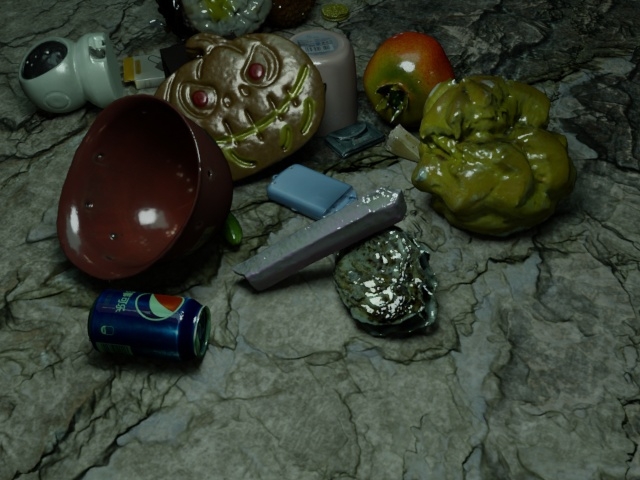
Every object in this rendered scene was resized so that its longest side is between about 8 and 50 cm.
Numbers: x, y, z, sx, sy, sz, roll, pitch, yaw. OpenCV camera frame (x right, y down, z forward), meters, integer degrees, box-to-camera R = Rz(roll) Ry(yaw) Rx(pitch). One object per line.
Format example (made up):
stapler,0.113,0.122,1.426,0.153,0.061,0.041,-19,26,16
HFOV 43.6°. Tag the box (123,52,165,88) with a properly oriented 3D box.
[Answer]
box,-0.404,-0.464,2.158,0.247,0.033,0.129,-8,44,-7

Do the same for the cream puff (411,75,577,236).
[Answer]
cream puff,0.356,-0.202,1.678,0.378,0.275,0.378,1,44,-1

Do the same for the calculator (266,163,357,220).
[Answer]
calculator,-0.020,-0.105,1.757,0.210,0.039,0.121,24,47,26

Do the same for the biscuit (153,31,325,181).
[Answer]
biscuit,-0.197,-0.313,1.793,0.394,0.070,0.350,-33,86,3

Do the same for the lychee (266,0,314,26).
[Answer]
lychee,-0.100,-0.704,2.289,0.200,0.200,0.238,-25,26,-22

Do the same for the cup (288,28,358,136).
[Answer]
cup,-0.034,-0.393,1.947,0.253,0.200,0.191,12,45,15

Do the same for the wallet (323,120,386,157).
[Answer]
wallet,0.081,-0.247,1.912,0.129,0.026,0.088,-26,49,-24

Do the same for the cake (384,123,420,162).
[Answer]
cake,0.212,-0.217,1.857,0.121,0.065,0.052,26,52,18

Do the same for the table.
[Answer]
table,-0.276,-0.390,1.976,0.193,0.169,0.172,-17,45,-14

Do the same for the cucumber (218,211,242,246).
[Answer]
cucumber,-0.231,-0.067,1.713,0.056,0.056,0.250,-27,51,-24

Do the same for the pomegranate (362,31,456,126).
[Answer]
pomegranate,0.202,-0.374,1.902,0.221,0.221,0.256,18,37,20

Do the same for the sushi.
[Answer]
sushi,-0.294,-0.663,2.146,0.281,0.299,0.294,-5,22,-25

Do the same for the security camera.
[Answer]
security camera,-0.631,-0.413,2.007,0.236,0.194,0.194,-9,43,0

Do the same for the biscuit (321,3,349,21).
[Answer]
biscuit,0.043,-0.675,2.371,0.084,0.023,0.084,-1,43,1

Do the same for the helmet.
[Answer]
helmet,-0.315,-0.088,1.599,0.230,0.385,0.337,6,47,-56

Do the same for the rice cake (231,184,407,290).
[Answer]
rice cake,0.000,0.000,1.534,0.365,0.072,0.056,-27,49,9

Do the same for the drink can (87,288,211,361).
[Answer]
drink can,-0.305,0.153,1.439,0.205,0.118,0.118,6,44,7

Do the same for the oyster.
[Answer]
oyster,0.120,0.064,1.537,0.198,0.112,0.267,-21,51,10
